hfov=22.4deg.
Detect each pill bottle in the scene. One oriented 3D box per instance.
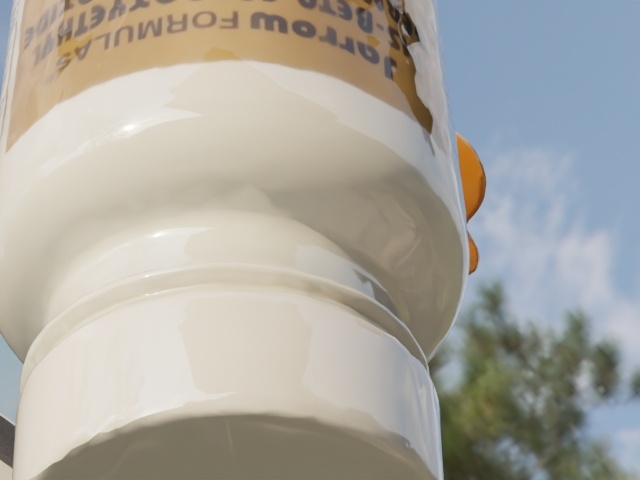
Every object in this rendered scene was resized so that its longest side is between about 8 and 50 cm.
[{"bbox_3d":[-0.026,-0.016,0.451,0.131,0.229,0.131,-2,-42,-2],"label":"pill bottle"}]

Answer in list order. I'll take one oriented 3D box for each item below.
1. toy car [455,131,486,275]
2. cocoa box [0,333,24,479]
[{"bbox_3d":[0.000,0.000,0.758,0.219,0.238,0.210,-42,-71,-30],"label":"toy car"},{"bbox_3d":[-0.234,0.131,1.540,0.228,0.347,0.231,-58,-8,16],"label":"cocoa box"}]
